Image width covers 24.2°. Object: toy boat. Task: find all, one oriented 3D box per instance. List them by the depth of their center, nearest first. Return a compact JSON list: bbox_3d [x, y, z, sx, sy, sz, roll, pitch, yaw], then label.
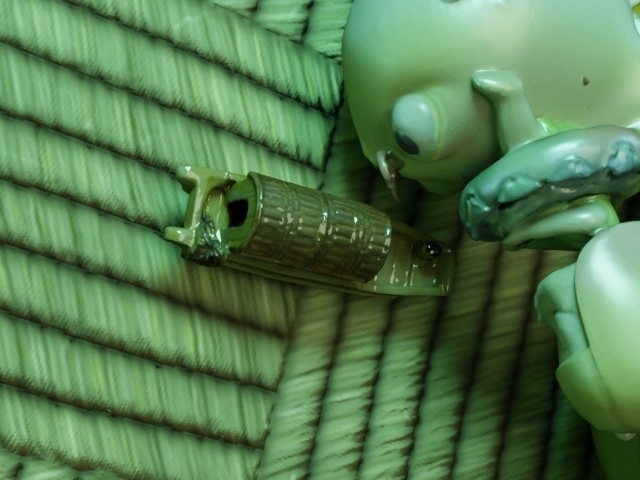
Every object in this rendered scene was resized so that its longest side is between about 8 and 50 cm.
[{"bbox_3d":[0.000,0.000,1.027,0.226,0.088,0.068,14,77,-29],"label":"toy boat"}]

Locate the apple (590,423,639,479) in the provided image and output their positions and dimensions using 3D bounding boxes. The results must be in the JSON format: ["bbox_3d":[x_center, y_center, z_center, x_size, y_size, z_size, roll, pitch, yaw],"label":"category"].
[{"bbox_3d":[0.384,0.135,1.099,0.357,0.357,0.357,4,83,-31],"label":"apple"}]

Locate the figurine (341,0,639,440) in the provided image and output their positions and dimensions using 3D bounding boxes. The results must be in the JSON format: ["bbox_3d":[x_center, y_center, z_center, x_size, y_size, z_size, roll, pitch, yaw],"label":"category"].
[{"bbox_3d":[0.181,-0.045,0.998,0.274,0.226,0.394,-23,73,8],"label":"figurine"}]

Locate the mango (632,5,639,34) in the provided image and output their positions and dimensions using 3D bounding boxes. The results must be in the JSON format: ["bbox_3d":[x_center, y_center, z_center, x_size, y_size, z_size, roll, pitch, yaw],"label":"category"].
[{"bbox_3d":[0.272,-0.120,1.160,0.254,0.175,0.139,29,100,-21],"label":"mango"}]
